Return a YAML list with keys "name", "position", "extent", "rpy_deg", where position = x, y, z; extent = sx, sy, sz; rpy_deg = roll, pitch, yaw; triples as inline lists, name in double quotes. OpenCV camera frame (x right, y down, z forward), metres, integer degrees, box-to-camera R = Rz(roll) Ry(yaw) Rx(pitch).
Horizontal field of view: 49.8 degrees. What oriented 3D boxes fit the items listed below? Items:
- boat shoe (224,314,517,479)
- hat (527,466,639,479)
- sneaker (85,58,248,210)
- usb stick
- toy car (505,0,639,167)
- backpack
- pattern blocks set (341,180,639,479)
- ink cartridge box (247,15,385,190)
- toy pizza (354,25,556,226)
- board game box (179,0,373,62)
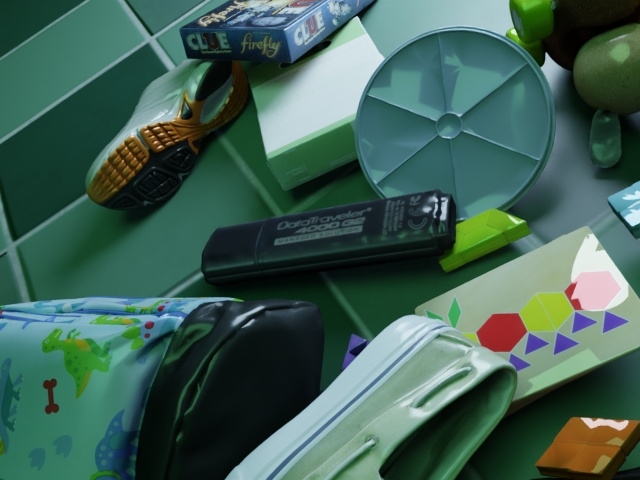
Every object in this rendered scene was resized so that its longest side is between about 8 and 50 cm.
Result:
- name: "boat shoe"
  position: [0.019, 0.167, 0.461]
  extent: [0.094, 0.109, 0.302]
  rpy_deg: [13, 52, 49]
- name: "hat"
  position: [0.139, 0.246, 0.372]
  extent: [0.331, 0.331, 0.134]
  rpy_deg: [-19, 88, 11]
- name: "sneaker"
  position: [-0.212, -0.143, 0.902]
  extent: [0.121, 0.099, 0.262]
  rpy_deg: [18, 57, 42]
- name: "usb stick"
  position: [0.000, 0.000, 0.706]
  extent: [0.278, 0.045, 0.077]
  rpy_deg: [-9, 44, 25]
- name: "toy car"
  position: [0.291, -0.170, 0.681]
  extent: [0.155, 0.149, 0.188]
  rpy_deg: [-19, 78, 9]
- name: "backpack"
  position: [-0.203, 0.168, 0.568]
  extent: [0.355, 0.273, 0.290]
  rpy_deg: [6, 87, 43]
- name: "pattern blocks set"
  position: [0.164, 0.073, 0.568]
  extent: [0.324, 0.026, 0.285]
  rpy_deg: [-23, 38, 20]
- name: "ink cartridge box"
  position: [0.005, -0.174, 0.839]
  extent: [0.171, 0.056, 0.235]
  rpy_deg: [-24, 37, 6]
- name: "toy pizza"
  position: [0.133, -0.114, 0.698]
  extent: [0.201, 0.032, 0.201]
  rpy_deg: [0, 91, 21]
- name: "board game box"
  position: [-0.045, -0.303, 0.910]
  extent: [0.165, 0.042, 0.243]
  rpy_deg: [10, 40, 30]
